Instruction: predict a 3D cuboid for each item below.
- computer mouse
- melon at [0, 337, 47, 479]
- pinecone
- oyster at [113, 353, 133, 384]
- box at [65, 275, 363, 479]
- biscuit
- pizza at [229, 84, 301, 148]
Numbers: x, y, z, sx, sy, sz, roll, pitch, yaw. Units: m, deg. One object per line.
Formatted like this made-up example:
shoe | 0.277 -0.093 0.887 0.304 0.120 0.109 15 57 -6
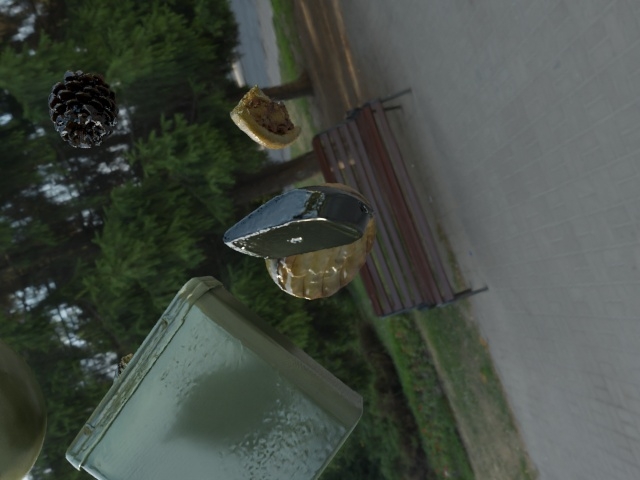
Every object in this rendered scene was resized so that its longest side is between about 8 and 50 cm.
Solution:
computer mouse | -0.042 -0.038 1.161 0.168 0.295 0.087 23 -122 -50
melon | -0.556 0.267 0.937 0.308 0.271 0.272 57 178 -9
pinecone | -0.259 -0.141 0.675 0.083 0.077 0.077 -95 -9 -51
oyster | -0.377 0.296 1.219 0.108 0.053 0.166 88 160 -61
box | -0.163 0.297 1.014 0.343 0.352 0.177 36 180 5
biscuit | 0.000 0.000 1.466 0.102 0.296 0.296 39 155 42
pizza | -0.124 -0.287 1.487 0.271 0.056 0.135 22 -110 -59
